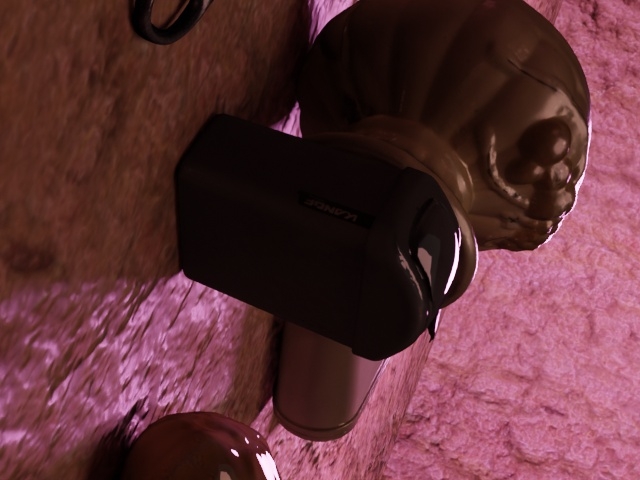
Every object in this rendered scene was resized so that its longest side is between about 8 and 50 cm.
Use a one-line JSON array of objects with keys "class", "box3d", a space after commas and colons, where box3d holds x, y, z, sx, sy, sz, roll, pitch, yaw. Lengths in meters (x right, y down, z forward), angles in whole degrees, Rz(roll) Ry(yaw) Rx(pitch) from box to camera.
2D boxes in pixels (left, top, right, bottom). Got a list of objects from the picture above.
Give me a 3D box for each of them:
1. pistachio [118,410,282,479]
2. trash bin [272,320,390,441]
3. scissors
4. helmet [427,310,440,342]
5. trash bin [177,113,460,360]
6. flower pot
[{"class": "pistachio", "box3d": [-0.116, 0.263, 1.161, 0.181, 0.162, 0.293, -41, 157, -31]}, {"class": "trash bin", "box3d": [0.025, 0.102, 1.617, 0.243, 0.121, 0.247, -57, 159, -45]}, {"class": "scissors", "box3d": [-0.065, -0.216, 0.938, 0.300, 0.022, 0.109, -44, 155, -65]}, {"class": "helmet", "box3d": [0.156, -0.021, 1.833, 0.305, 0.177, 0.225, -63, 176, -1]}, {"class": "trash bin", "box3d": [0.000, 0.000, 1.055, 0.177, 0.236, 0.101, 95, 20, -52]}, {"class": "flower pot", "box3d": [0.095, -0.077, 1.188, 0.244, 0.307, 0.307, -55, 161, -37]}]
